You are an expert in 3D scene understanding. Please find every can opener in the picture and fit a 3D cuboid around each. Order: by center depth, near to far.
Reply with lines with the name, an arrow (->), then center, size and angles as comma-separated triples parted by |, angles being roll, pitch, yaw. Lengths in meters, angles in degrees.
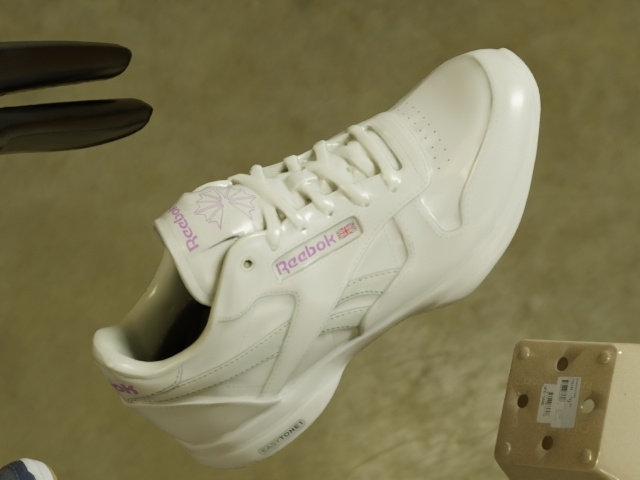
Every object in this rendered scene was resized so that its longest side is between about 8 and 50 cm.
can opener -> -0.129, -0.051, 0.715 | 0.186, 0.073, 0.059 | -26, 100, -53

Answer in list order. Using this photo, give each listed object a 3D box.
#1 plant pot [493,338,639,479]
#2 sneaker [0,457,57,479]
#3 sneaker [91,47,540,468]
plant pot -> 0.161, 0.105, 1.082 | 0.096, 0.109, 0.109 | 25, 72, -42
sneaker -> -0.288, 0.257, 1.411 | 0.153, 0.099, 0.282 | 23, 38, -18
sneaker -> 0.000, 0.000, 1.069 | 0.305, 0.114, 0.152 | -47, 132, 6
